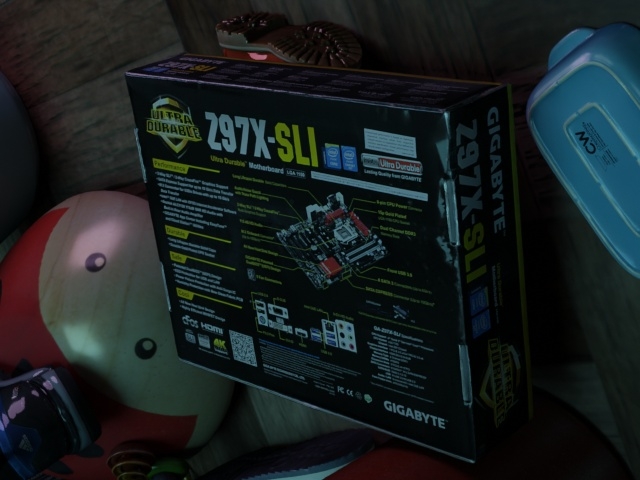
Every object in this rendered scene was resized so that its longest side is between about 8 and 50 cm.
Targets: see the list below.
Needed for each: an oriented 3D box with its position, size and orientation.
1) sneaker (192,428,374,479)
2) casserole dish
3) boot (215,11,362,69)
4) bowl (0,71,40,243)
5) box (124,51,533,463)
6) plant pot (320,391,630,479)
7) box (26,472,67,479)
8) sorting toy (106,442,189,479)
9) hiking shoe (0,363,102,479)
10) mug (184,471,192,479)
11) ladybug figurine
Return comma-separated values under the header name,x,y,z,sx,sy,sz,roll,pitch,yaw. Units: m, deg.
name,x,y,z,sx,sy,sz,roll,pitch,yaw
sneaker,-0.042,0.274,1.188,0.319,0.112,0.131,-22,94,53
casserole dish,0.202,-0.051,0.789,0.188,0.037,0.114,58,141,7
boot,-0.019,-0.131,0.974,0.158,0.059,0.085,22,131,49
bowl,-0.431,-0.099,1.358,0.311,0.163,0.312,25,128,36
box,0.000,0.000,0.910,0.322,0.079,0.257,12,117,42
plant pot,0.089,0.256,0.907,0.272,0.265,0.272,25,129,35
box,-0.492,0.298,1.645,0.312,0.179,0.343,55,140,10
sorting toy,-0.176,0.239,1.217,0.061,0.102,0.042,-27,51,24
hiking shoe,-0.342,0.192,1.193,0.304,0.132,0.113,-24,94,51
mug,-0.154,0.300,1.370,0.078,0.062,0.064,48,132,7
ladybug figurine,-0.254,0.126,1.294,0.305,0.162,0.449,55,141,8
